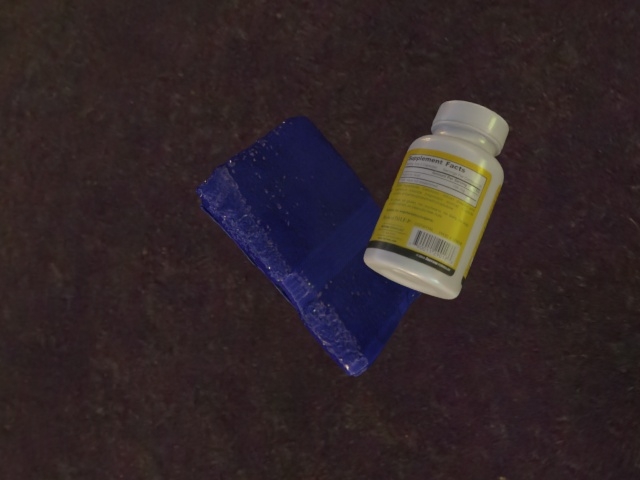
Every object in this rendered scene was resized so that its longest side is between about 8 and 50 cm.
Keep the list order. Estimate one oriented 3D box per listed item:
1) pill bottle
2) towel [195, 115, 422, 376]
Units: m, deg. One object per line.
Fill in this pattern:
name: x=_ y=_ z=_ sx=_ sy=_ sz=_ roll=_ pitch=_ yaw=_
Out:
pill bottle: x=0.078 y=-0.027 z=0.412 sx=0.065 sy=0.065 sz=0.116 roll=18 pitch=80 yaw=36
towel: x=0.000 y=0.000 z=0.851 sx=0.308 sy=0.228 sz=0.076 roll=51 pitch=137 yaw=-5
